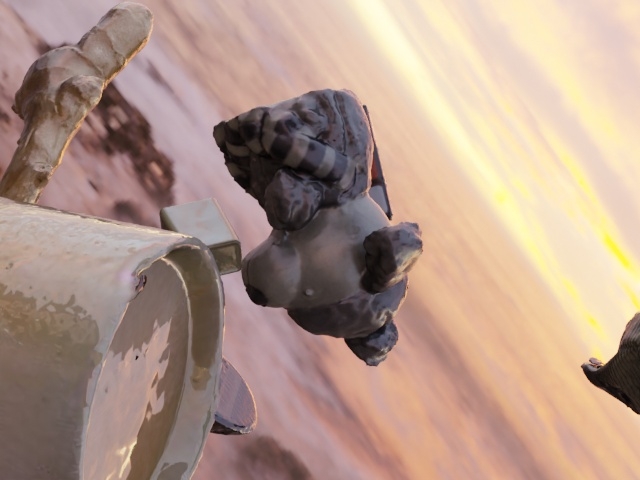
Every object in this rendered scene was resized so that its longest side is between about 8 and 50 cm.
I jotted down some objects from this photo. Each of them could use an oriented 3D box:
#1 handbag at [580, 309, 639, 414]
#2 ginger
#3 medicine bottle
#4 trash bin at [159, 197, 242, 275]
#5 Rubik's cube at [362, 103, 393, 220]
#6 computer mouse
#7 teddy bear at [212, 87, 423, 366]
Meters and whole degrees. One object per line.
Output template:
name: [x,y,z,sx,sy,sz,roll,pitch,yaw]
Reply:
handbag: [0.559,0.196,1.615,0.340,0.247,0.240,39,-11,-12]
ginger: [-0.289,-0.150,1.267,0.081,0.147,0.334,65,28,-42]
medicine bottle: [-0.296,0.074,0.824,0.406,0.236,0.235,11,-4,15]
trash bin: [-0.115,-0.001,1.105,0.092,0.060,0.043,-132,-146,-57]
Rubik's cube: [0.009,-0.090,1.571,0.162,0.163,0.161,-83,159,-88]
computer mouse: [-0.187,0.139,1.305,0.264,0.088,0.147,51,13,-9]
teddy bear: [0.000,-0.016,0.945,0.171,0.144,0.251,-40,-111,61]
